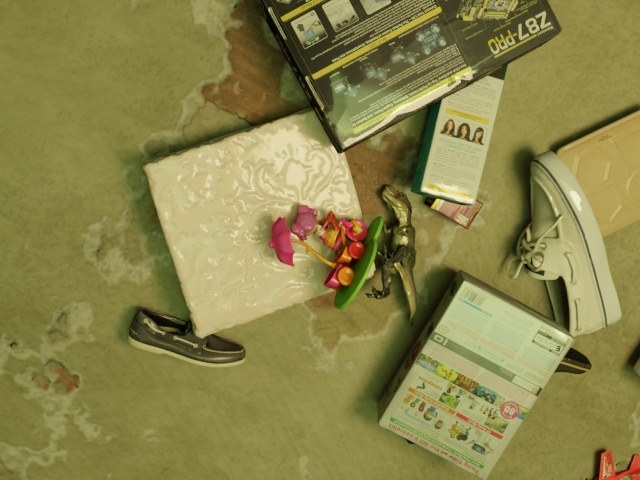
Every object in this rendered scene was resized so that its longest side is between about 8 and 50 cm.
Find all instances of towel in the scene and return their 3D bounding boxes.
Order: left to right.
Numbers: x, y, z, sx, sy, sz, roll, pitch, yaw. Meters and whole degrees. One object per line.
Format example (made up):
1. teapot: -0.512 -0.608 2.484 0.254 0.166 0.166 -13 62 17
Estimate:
1. towel: -0.096 -0.032 1.313 0.332 0.053 0.317 -19 106 -11

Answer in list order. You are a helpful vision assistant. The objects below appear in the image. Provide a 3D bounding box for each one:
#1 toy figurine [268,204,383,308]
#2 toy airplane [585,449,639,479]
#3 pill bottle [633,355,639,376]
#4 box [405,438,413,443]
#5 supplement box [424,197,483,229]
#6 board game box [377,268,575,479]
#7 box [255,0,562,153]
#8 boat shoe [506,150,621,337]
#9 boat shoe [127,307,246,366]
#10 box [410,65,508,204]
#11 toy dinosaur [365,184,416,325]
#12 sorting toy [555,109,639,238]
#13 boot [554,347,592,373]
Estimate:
1. toy figurine: 0.000 0.000 1.274 0.159 0.130 0.173 28 70 -11
2. toy airplane: 0.604 0.481 1.599 0.151 0.028 0.151 -3 106 -10
3. pill bottle: 0.707 0.188 1.493 0.124 0.124 0.221 27 99 -16
4. box: 0.230 0.310 1.487 0.116 0.029 0.162 5 104 -11
5. supplement box: 0.234 -0.065 1.383 0.083 0.043 0.055 30 96 -15
6. board game box: 0.269 0.238 1.397 0.224 0.097 0.303 29 100 -3
7. box: 0.128 -0.366 1.224 0.395 0.097 0.318 -29 91 -3
8. boat shoe: 0.409 0.026 1.404 0.156 0.136 0.367 -26 117 0
9. boat shoe: -0.223 0.165 1.343 0.206 0.075 0.065 14 105 -9
10. box: 0.231 -0.188 1.317 0.101 0.060 0.244 14 90 -12
11. toy dinosaur: 0.131 0.043 1.362 0.118 0.064 0.268 -26 115 -50
12. sorting toy: 0.537 -0.117 1.433 0.193 0.038 0.208 -25 112 -3
13. boot: 0.397 0.256 1.488 0.198 0.077 0.137 14 106 0
